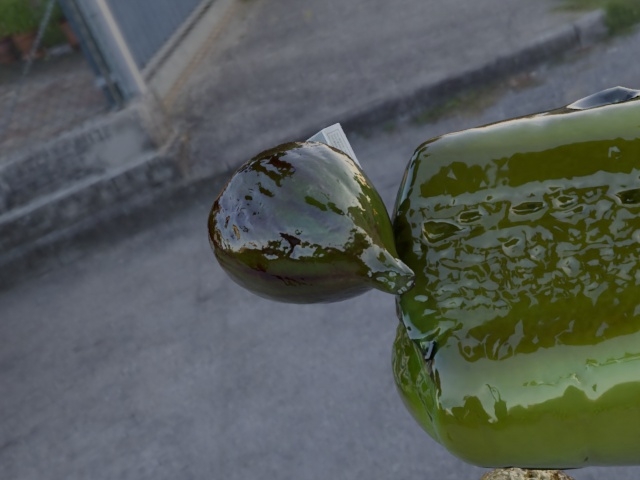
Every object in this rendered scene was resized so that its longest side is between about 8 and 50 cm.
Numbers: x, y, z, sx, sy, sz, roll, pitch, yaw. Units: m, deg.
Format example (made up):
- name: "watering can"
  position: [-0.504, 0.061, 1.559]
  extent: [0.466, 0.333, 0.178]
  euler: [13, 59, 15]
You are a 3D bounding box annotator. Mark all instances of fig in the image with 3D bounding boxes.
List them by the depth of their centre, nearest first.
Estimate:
- name: "fig"
  position: [0.000, 0.000, 0.626]
  extent: [0.103, 0.109, 0.154]
  euler: [-1, 31, -46]

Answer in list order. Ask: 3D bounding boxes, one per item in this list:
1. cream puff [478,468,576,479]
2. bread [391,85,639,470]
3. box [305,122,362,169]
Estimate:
- name: "cream puff"
  position: [0.205, 0.266, 0.951]
  extent: [0.104, 0.133, 0.119]
  euler: [-58, 20, -17]
- name: "bread"
  position: [0.230, 0.028, 0.667]
  extent: [0.376, 0.208, 0.251]
  euler: [-9, 64, 9]
- name: "box"
  position: [0.029, -0.078, 1.369]
  extent: [0.040, 0.154, 0.084]
  euler: [-26, 0, -34]
